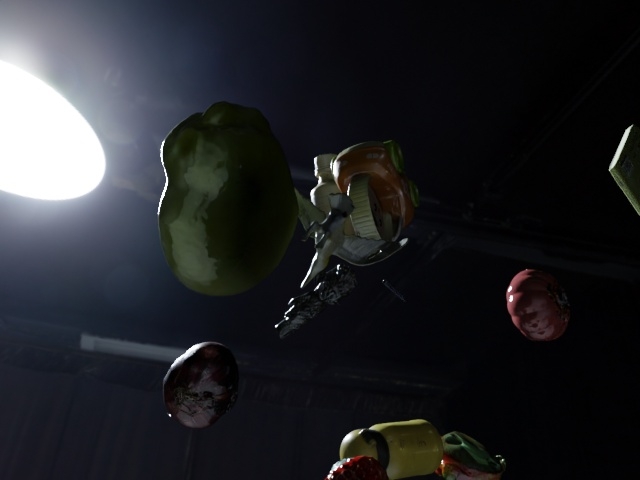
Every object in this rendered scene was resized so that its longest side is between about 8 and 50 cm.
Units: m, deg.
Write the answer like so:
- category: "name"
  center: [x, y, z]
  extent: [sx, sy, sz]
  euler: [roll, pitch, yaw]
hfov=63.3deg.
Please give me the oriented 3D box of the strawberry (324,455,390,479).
- category: "strawberry"
  center: [0.043, 0.580, 0.995]
  extent: [0.260, 0.258, 0.261]
  euler: [-4, -56, -6]

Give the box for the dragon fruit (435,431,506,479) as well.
- category: "dragon fruit"
  center: [0.501, 0.762, 1.779]
  extent: [0.268, 0.130, 0.295]
  euler: [21, 8, -27]

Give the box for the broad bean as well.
- category: "broad bean"
  center: [-0.123, -0.046, 0.711]
  extent: [0.119, 0.238, 0.291]
  euler: [19, -35, 26]

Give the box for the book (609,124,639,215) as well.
- category: "book"
  center: [0.951, -0.137, 1.488]
  extent: [0.352, 0.239, 0.035]
  euler: [51, -35, -11]

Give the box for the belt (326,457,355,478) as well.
- category: "belt"
  center: [0.095, 0.618, 1.245]
  extent: [0.151, 0.078, 0.198]
  euler: [-37, -79, 1]

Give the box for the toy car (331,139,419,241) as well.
- category: "toy car"
  center: [0.113, -0.074, 1.097]
  extent: [0.145, 0.235, 0.235]
  euler: [-12, -35, 25]

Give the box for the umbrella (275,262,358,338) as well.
- category: "umbrella"
  center: [-0.024, 0.200, 1.798]
  extent: [0.336, 0.154, 0.128]
  euler: [-36, -72, 15]

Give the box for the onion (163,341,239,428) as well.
- category: "onion"
  center: [-0.350, 0.420, 1.555]
  extent: [0.221, 0.281, 0.281]
  euler: [30, -30, 12]

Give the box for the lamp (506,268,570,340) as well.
- category: "lamp"
  center: [0.543, 0.156, 1.275]
  extent: [0.182, 0.182, 0.140]
  euler: [30, -41, -35]

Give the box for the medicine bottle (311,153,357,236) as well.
- category: "medicine bottle"
  center: [0.033, -0.106, 1.398]
  extent: [0.114, 0.253, 0.114]
  euler: [-8, -9, -1]

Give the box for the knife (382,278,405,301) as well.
- category: "knife"
  center: [0.277, 0.188, 1.945]
  extent: [0.121, 0.018, 0.031]
  euler: [40, -9, -10]

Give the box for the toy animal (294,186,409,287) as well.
- category: "toy animal"
  center: [0.000, 0.000, 0.792]
  extent: [0.219, 0.155, 0.095]
  euler: [34, -2, 22]

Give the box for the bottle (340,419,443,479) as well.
- category: "bottle"
  center: [0.210, 0.653, 1.614]
  extent: [0.351, 0.172, 0.171]
  euler: [13, -31, -38]
